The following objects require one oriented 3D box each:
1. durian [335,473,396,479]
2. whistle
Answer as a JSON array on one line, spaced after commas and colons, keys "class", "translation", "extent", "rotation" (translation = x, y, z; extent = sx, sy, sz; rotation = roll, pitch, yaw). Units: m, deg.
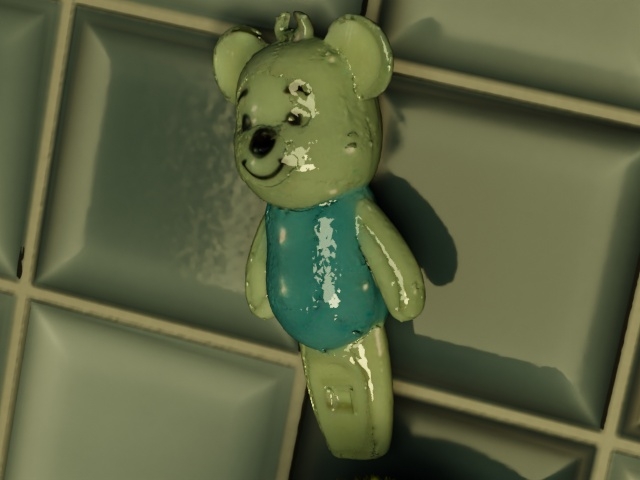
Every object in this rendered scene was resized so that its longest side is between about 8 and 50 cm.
[{"class": "durian", "translation": [0.030, 0.209, 0.927], "extent": [0.146, 0.159, 0.198], "rotation": [-19, 127, 27]}, {"class": "whistle", "translation": [0.000, 0.000, 0.939], "extent": [0.114, 0.077, 0.235], "rotation": [-1, 103, 35]}]
